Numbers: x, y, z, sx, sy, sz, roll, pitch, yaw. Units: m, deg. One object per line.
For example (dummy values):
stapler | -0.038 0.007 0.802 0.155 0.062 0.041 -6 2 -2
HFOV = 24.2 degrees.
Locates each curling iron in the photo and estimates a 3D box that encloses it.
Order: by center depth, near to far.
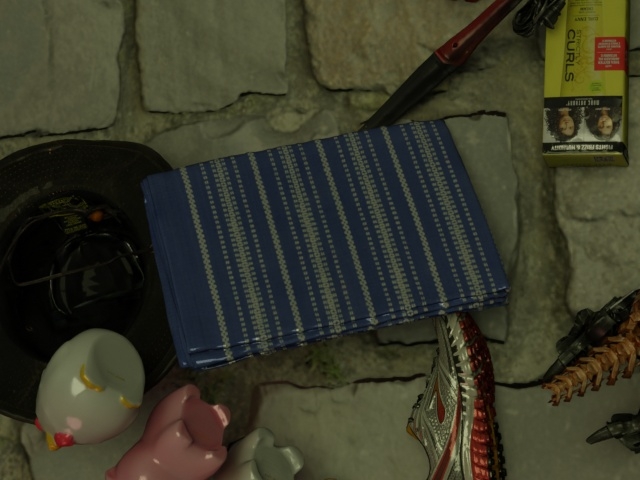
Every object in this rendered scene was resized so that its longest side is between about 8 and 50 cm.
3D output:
curling iron | 0.142 -0.190 1.559 0.274 0.035 0.068 -35 42 22

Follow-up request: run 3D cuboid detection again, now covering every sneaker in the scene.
sneaker | 0.125 0.162 1.496 0.093 0.088 0.225 -9 74 18

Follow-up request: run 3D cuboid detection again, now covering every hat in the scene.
hat | -0.255 0.058 1.594 0.331 0.134 0.331 -5 64 9

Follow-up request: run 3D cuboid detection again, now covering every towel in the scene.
towel | 0.000 0.000 1.508 0.336 0.040 0.243 -11 56 -9

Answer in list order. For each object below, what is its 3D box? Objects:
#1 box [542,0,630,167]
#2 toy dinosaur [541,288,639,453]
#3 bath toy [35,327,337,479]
box | 0.278 -0.193 1.545 0.087 0.058 0.232 1 78 16
toy dinosaur | 0.322 0.082 1.386 0.322 0.218 0.164 3 57 -26
bath toy | -0.139 0.226 1.445 0.129 0.348 0.151 -36 26 33
